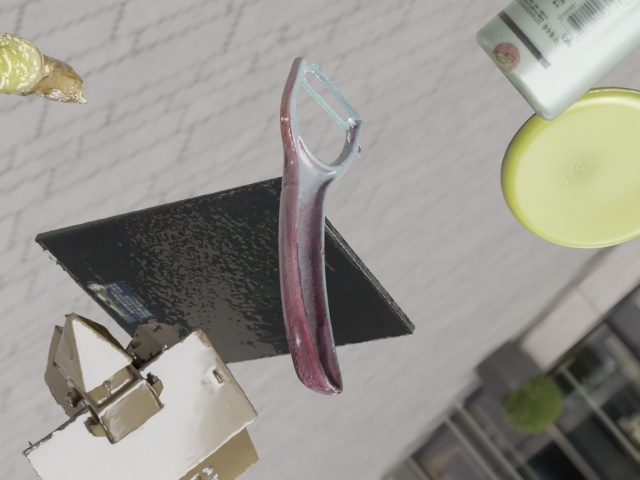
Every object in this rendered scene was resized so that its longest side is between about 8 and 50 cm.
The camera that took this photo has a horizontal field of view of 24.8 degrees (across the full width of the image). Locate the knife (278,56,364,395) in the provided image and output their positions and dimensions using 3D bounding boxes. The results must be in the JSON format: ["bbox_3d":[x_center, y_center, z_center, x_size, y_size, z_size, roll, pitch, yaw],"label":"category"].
[{"bbox_3d":[-0.002,0.001,1.151,0.053,0.278,0.123,-17,145,29],"label":"knife"}]

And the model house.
[{"bbox_3d":[-0.180,0.120,1.220,0.181,0.176,0.248,-35,143,-16],"label":"model house"}]

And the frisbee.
[{"bbox_3d":[0.334,-0.082,1.751,0.236,0.236,0.017,-47,-155,30],"label":"frisbee"}]

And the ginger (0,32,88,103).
[{"bbox_3d":[-0.230,-0.132,1.151,0.057,0.044,0.137,-20,172,10],"label":"ginger"}]

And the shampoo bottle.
[{"bbox_3d":[0.233,-0.199,1.025,0.262,0.085,0.085,-41,166,8],"label":"shampoo bottle"}]

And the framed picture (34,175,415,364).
[{"bbox_3d":[-0.103,0.046,1.536,0.339,0.255,0.014,-12,-136,33],"label":"framed picture"}]
